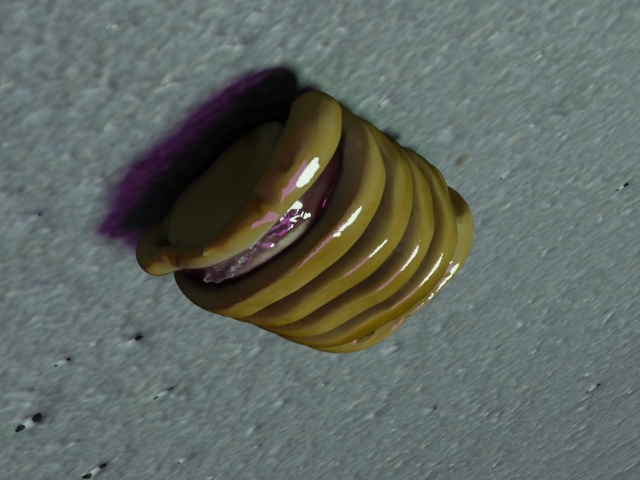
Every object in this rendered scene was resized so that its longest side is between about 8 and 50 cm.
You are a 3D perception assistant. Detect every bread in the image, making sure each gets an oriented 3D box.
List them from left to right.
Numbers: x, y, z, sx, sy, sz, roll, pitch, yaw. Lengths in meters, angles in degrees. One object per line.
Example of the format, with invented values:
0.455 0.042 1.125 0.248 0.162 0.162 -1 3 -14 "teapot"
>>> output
0.000 0.000 1.041 0.134 0.081 0.225 -37 158 14 "bread"
